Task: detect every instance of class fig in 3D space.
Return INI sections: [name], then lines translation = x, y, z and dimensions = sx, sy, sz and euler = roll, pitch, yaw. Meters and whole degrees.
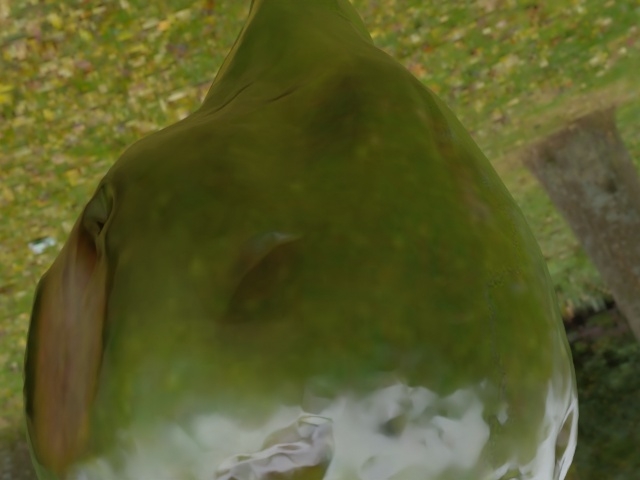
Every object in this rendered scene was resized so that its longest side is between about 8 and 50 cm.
[fig]
translation = 0.000, 0.000, 0.451
dimensions = 0.206, 0.275, 0.206
euler = 5, 152, 2
